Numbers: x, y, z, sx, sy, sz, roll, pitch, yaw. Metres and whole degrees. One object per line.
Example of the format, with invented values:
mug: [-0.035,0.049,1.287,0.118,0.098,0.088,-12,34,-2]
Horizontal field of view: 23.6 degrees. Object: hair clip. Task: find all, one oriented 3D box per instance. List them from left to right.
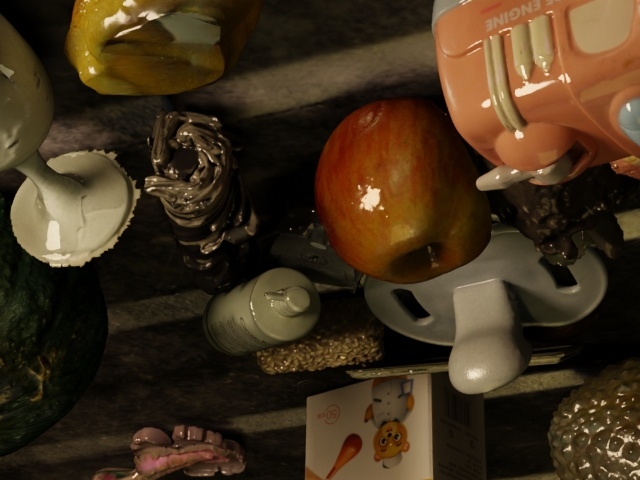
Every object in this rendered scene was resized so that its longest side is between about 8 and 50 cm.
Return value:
hair clip: [-0.254,0.348,2.354,0.300,0.069,0.173,-25,145,23]

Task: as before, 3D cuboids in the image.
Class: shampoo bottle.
shampoo bottle: [-0.063,0.081,1.748,0.085,0.085,0.262,11,168,-17]

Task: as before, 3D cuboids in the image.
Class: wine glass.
wine glass: [-0.292,-0.104,1.438,0.143,0.143,0.321,-7,149,15]

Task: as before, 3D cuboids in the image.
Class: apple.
apple: [0.075,-0.049,1.485,0.160,0.173,0.195,-7,154,-6]

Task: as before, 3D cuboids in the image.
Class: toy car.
toy car: [0.222,-0.154,1.234,0.271,0.212,0.180,-19,145,33]

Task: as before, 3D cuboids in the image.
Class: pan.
pan: [0.238,0.091,1.882,0.212,0.040,0.115,-2,147,5]

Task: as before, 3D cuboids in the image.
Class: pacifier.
pacifier: [0.174,0.079,1.684,0.279,0.207,0.227,-14,142,26]

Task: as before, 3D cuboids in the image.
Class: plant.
plant: [0.226,-0.060,1.486,0.142,0.131,0.203,34,168,41]

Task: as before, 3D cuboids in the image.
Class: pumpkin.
pumpkin: [-0.357,0.070,1.643,0.197,0.263,0.293,-33,125,30]

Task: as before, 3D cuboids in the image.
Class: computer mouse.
computer mouse: [-0.002,-0.003,1.685,0.126,0.071,0.231,14,164,3]

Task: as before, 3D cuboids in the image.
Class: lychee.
lychee: [0.435,0.268,1.981,0.274,0.255,0.255,10,152,-2]

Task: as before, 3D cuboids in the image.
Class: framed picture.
framed picture: [0.188,0.154,1.935,0.273,0.016,0.216,-7,177,17]

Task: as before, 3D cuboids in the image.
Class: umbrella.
umbrella: [-0.112,-0.026,1.616,0.106,0.113,0.357,-3,159,1]

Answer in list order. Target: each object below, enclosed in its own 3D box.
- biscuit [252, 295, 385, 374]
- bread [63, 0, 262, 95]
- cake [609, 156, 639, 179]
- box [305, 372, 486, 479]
biscuit: [-0.003,0.118,1.895,0.169,0.082,0.070,-7,153,15]
bread: [-0.128,-0.195,1.309,0.161,0.088,0.233,12,149,-14]
cake: [0.389,-0.081,1.417,0.225,0.090,0.109,-9,161,-30]
box: [0.102,0.366,2.083,0.225,0.341,0.143,-20,145,34]
